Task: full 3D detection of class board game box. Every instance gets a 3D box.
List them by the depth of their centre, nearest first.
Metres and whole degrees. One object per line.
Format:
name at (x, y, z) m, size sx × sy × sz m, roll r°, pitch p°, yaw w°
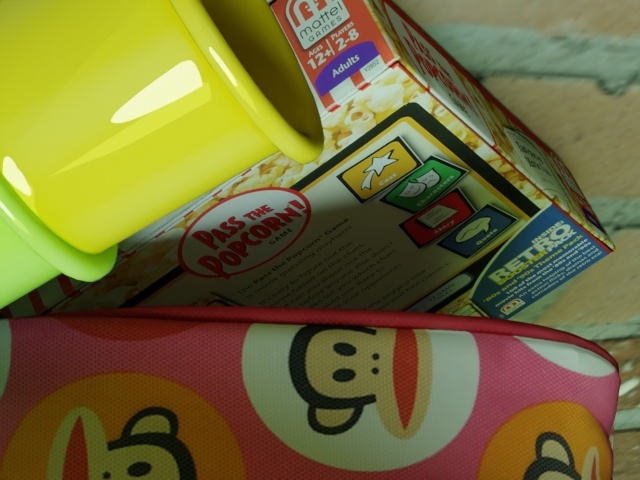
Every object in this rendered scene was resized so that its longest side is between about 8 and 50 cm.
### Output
board game box at (0.000, 0.000, 0.624) m, size 0.147 × 0.045 × 0.193 m, roll -34°, pitch 151°, yaw 13°

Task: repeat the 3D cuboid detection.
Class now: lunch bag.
lunch bag at (-0.047, 0.107, 0.618) m, size 0.258 × 0.120 × 0.293 m, roll 4°, pitch 159°, yaw -3°

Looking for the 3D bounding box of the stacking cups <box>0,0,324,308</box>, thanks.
stacking cups at (-0.158, 0.010, 0.481) m, size 0.316 × 0.096 × 0.096 m, roll -28°, pitch 152°, yaw 11°
